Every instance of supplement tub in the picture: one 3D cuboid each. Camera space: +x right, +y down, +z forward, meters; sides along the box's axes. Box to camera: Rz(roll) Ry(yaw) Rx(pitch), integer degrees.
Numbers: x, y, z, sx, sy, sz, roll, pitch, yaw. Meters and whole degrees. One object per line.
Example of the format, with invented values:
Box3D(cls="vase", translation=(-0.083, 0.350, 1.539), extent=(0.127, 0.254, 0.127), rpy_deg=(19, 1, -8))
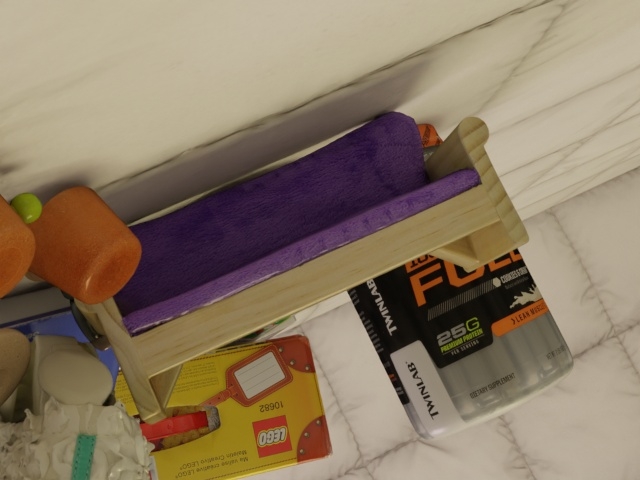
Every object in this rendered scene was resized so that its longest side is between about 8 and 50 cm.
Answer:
Box3D(cls="supplement tub", translation=(0.129, 0.043, 1.082), extent=(0.193, 0.316, 0.193), rpy_deg=(-26, 172, -4))

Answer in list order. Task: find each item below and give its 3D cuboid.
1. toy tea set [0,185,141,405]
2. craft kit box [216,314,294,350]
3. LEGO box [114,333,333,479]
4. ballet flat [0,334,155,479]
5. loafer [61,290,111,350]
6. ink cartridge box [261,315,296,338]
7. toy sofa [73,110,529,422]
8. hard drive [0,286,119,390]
Box3D(cls="toy tea set", translation=(-0.261, 0.024, 0.600), extent=(0.200, 0.124, 0.336), rpy_deg=(-58, 161, 11))
Box3D(cls="craft kit box", translation=(-0.122, 0.108, 1.527), extent=(0.246, 0.061, 0.250), rpy_deg=(-31, 164, 21))
Box3D(cls="LEGO box", translation=(-0.287, 0.305, 1.523), extent=(0.500, 0.193, 0.372), rpy_deg=(-9, 170, -21))
Box3D(cls="ballet flat", translation=(-0.204, 0.145, 0.785), extent=(0.147, 0.147, 0.409), rpy_deg=(-23, -169, -20))
Box3D(cls="loafer", translation=(-0.117, 0.022, 0.952), extent=(0.267, 0.084, 0.096), rpy_deg=(-22, -168, -13))
Box3D(cls="ink cartridge box", translation=(-0.156, 0.179, 1.961), extent=(0.139, 0.082, 0.190), rpy_deg=(-21, 170, -33))
Box3D(cls="toy sofa", translation=(-0.026, 0.004, 0.833), extent=(0.362, 0.177, 0.150), rpy_deg=(-24, 173, -11))
Box3D(cls="hard drive", translation=(-0.315, 0.191, 1.016), extent=(0.210, 0.040, 0.319), rpy_deg=(-14, 134, -44))
